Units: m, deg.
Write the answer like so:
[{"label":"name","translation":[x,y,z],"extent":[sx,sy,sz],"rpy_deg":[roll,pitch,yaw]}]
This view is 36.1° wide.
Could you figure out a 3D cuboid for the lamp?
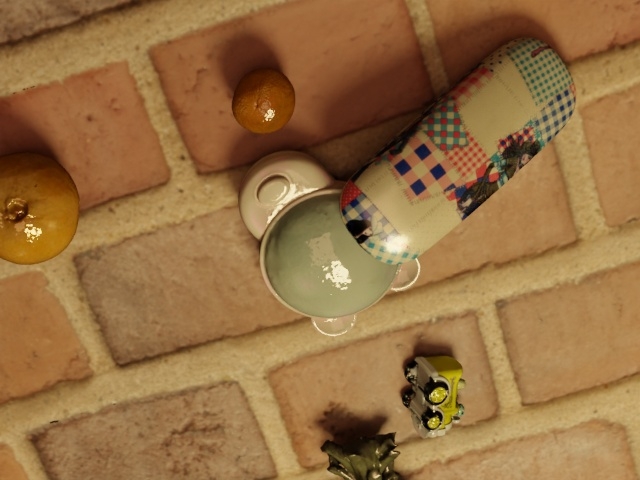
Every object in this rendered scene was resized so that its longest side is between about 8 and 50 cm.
[{"label":"lamp","translation":[0.000,0.000,1.209],"extent":[0.179,0.108,0.246],"rpy_deg":[-38,107,7]}]

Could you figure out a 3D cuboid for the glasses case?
[{"label":"glasses case","translation":[0.164,-0.107,1.155],"extent":[0.327,0.076,0.125],"rpy_deg":[-42,106,-7]}]

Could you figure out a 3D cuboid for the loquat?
[{"label":"loquat","translation":[-0.357,-0.041,1.171],"extent":[0.141,0.141,0.141],"rpy_deg":[0,110,-1]}]

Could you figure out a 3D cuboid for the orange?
[{"label":"orange","translation":[-0.067,-0.165,1.158],"extent":[0.085,0.085,0.085],"rpy_deg":[0,110,-1]}]

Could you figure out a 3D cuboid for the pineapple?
[{"label":"pineapple","translation":[0.077,0.409,1.357],"extent":[0.170,0.141,0.310],"rpy_deg":[-8,105,28]}]

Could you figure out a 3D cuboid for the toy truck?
[{"label":"toy truck","translation":[0.159,0.210,1.316],"extent":[0.077,0.076,0.111],"rpy_deg":[-6,113,-20]}]
